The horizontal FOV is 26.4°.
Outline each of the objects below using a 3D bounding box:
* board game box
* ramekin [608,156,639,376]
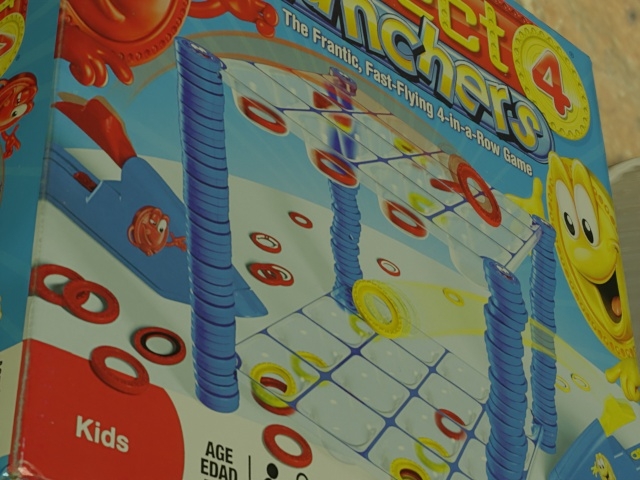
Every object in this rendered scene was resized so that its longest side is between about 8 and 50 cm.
[{"bbox_3d":[0.000,0.000,0.527,0.308,0.086,0.302,26,50,-37],"label":"board game box"},{"bbox_3d":[0.226,0.046,0.740,0.207,0.109,0.207,9,74,-35],"label":"ramekin"}]
